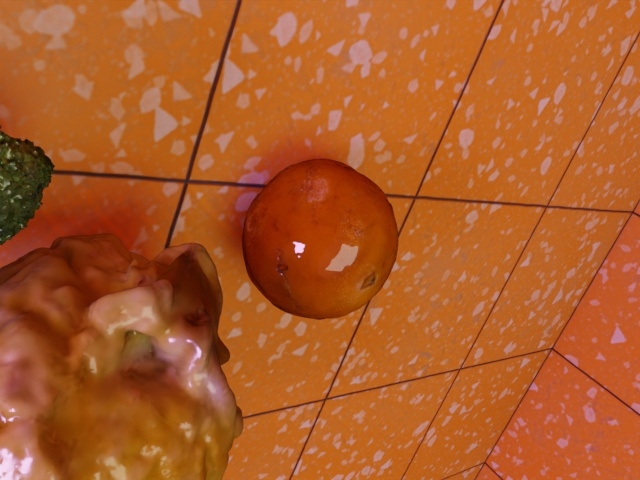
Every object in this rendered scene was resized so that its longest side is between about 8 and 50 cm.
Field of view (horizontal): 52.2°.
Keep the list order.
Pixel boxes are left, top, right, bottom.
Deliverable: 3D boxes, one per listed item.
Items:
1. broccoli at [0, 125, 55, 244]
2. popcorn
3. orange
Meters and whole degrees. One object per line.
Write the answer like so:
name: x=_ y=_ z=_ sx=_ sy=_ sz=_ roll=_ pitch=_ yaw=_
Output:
broccoli: x=-0.419 y=-0.061 z=0.495 sx=0.413 sy=0.321 sz=0.310 roll=9 pitch=106 yaw=-28
popcorn: x=-0.275 y=0.184 z=0.755 sx=0.390 sy=0.354 sz=0.344 roll=-44 pitch=139 yaw=-38
orange: x=0.000 y=0.000 z=0.979 sx=0.240 sy=0.240 sz=0.240 roll=-24 pitch=134 yaw=-27
